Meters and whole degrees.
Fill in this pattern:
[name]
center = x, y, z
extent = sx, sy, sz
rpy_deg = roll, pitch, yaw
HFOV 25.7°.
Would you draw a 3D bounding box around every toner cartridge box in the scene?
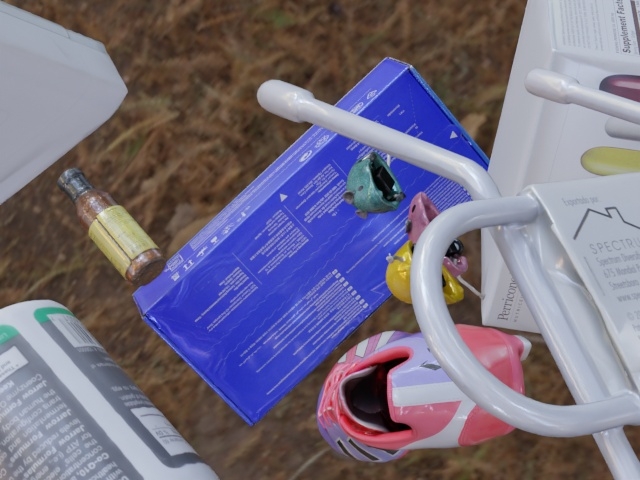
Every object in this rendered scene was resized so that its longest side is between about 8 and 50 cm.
[toner cartridge box]
center = 0.000, 0.000, 1.369
extent = 0.348, 0.075, 0.165
rpy_deg = -43, 112, -2

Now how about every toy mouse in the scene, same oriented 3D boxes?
[toy mouse]
center = 0.054, -0.010, 0.927
extent = 0.161, 0.031, 0.143
rpy_deg = 31, 32, -49

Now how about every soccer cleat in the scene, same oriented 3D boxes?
[soccer cleat]
center = 0.036, 0.093, 0.845
extent = 0.095, 0.248, 0.083
rpy_deg = -1, 81, -23

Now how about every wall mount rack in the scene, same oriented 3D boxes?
[wall mount rack]
center = 0.136, 0.004, 0.714
extent = 0.350, 0.130, 0.304
rpy_deg = -7, 62, -37

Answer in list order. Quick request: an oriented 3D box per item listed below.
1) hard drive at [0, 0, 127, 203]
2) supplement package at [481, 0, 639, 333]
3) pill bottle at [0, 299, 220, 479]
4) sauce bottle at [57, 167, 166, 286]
[hard drive]
center = -0.227, -0.032, 0.488
extent = 0.040, 0.203, 0.307
rpy_deg = 60, 18, 18
[supplement package]
center = 0.225, -0.080, 1.143
extent = 0.145, 0.262, 0.204
rpy_deg = 8, 36, 0
[pill bottle]
center = -0.225, 0.246, 1.379
extent = 0.204, 0.204, 0.361
rpy_deg = -33, 64, -28
[sauce bottle]
center = -0.188, -0.015, 1.251
extent = 0.042, 0.042, 0.128
rpy_deg = -28, 65, -28
